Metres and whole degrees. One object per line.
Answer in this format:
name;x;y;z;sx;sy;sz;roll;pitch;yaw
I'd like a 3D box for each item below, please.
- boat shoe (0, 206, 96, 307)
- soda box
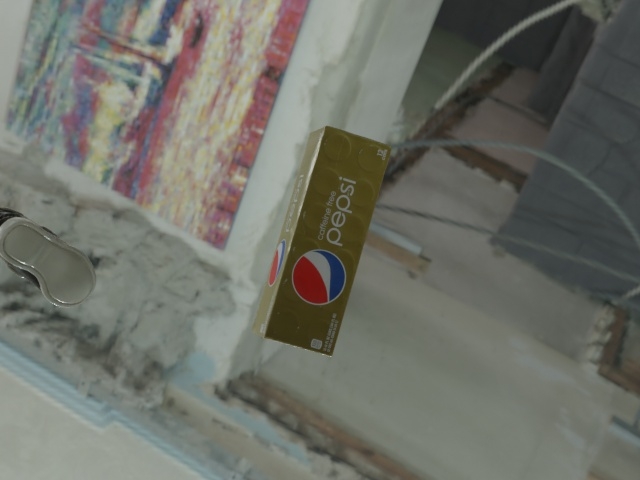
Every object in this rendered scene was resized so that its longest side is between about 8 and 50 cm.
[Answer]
boat shoe;-0.218;0.013;0.793;0.038;0.046;0.125;32;172;30
soda box;0.000;0.000;0.857;0.061;0.181;0.058;17;175;-13
